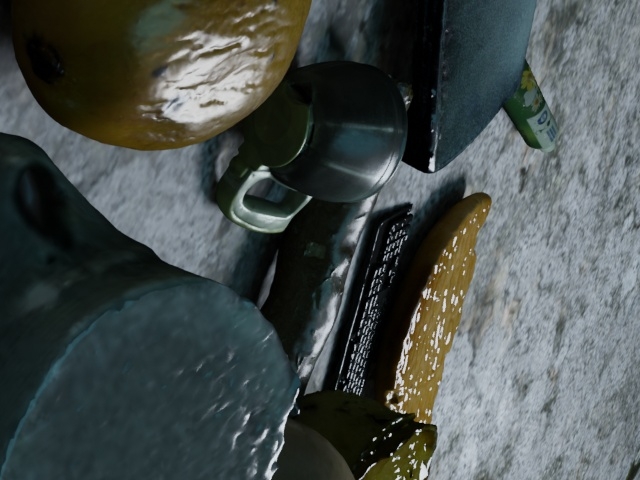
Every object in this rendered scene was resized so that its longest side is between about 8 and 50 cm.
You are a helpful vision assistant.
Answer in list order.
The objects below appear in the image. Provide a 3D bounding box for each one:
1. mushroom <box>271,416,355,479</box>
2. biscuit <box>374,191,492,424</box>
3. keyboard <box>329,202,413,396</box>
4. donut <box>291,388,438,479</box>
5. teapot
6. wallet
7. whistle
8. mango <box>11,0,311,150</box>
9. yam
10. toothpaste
[{"bbox_3d":[-0.070,0.176,1.194,0.204,0.204,0.204,-46,150,-37],"label":"mushroom"},{"bbox_3d":[0.085,0.072,1.570,0.144,0.033,0.224,-28,135,-59],"label":"biscuit"},{"bbox_3d":[0.039,0.067,1.496,0.074,0.015,0.196,-22,132,-59],"label":"keyboard"},{"bbox_3d":[-0.023,0.225,1.384,0.272,0.107,0.272,-47,159,-25],"label":"donut"},{"bbox_3d":[-0.009,-0.057,1.192,0.091,0.092,0.124,4,103,-48],"label":"teapot"},{"bbox_3d":[0.122,-0.243,1.323,0.191,0.046,0.379,-41,144,-47],"label":"wallet"},{"bbox_3d":[-0.104,0.121,0.959,0.188,0.168,0.405,-57,140,-16],"label":"whistle"},{"bbox_3d":[-0.064,-0.127,0.979,0.262,0.109,0.157,-31,135,-56],"label":"mango"},{"bbox_3d":[0.000,0.000,1.300,0.061,0.061,0.252,3,109,-65],"label":"yam"},{"bbox_3d":[0.171,-0.120,1.576,0.049,0.031,0.204,-56,152,-7],"label":"toothpaste"}]
